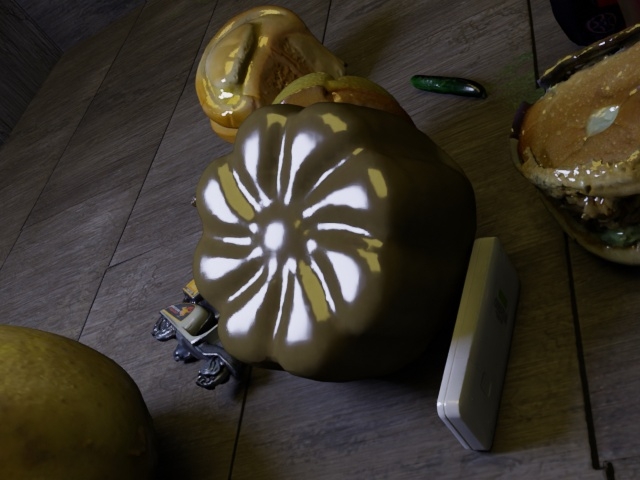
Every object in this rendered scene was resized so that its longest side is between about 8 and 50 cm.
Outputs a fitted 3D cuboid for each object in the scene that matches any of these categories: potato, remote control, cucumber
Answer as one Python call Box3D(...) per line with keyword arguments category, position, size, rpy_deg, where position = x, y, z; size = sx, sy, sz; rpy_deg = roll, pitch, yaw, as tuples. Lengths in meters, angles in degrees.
Box3D(category="potato", position=(-0.383, 0.315, 1.001), size=(0.442, 0.319, 0.386), rpy_deg=(174, 103, -72))
Box3D(category="remote control", position=(0.193, 0.117, 0.877), size=(0.034, 0.103, 0.250), rpy_deg=(-7, 47, 35))
Box3D(category="cucumber", position=(0.232, -0.283, 1.344), size=(0.036, 0.033, 0.184), rpy_deg=(-35, 32, -25))

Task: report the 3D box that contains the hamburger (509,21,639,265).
Box3D(category="hamburger", position=(0.389, -0.116, 0.871), size=(0.318, 0.195, 0.277), rpy_deg=(-15, 44, 34))

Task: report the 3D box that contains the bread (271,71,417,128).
Box3D(category="bread", position=(0.026, -0.136, 1.177), size=(0.269, 0.270, 0.148), rpy_deg=(-29, 27, 16))

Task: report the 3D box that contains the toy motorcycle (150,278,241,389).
Box3D(category="toy motorcycle", position=(-0.177, 0.146, 1.204), size=(0.157, 0.091, 0.263), rpy_deg=(-45, 32, -14))

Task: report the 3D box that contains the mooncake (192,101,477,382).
Box3D(category="mooncake", position=(0.000, 0.000, 0.961), size=(0.378, 0.200, 0.379), rpy_deg=(-4, 83, 33))

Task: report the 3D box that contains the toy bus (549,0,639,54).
Box3D(category="toy bus", position=(0.407, -0.441, 1.122), size=(0.147, 0.303, 0.127), rpy_deg=(-32, 32, 4))

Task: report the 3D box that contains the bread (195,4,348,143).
Box3D(category="bread", position=(-0.121, -0.317, 1.525), size=(0.211, 0.270, 0.316), rpy_deg=(-15, 46, 54))

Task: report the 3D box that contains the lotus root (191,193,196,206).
Box3D(category="lotus root", position=(-0.255, -0.101, 1.601), size=(0.037, 0.030, 0.083), rpy_deg=(-50, 15, 48))
